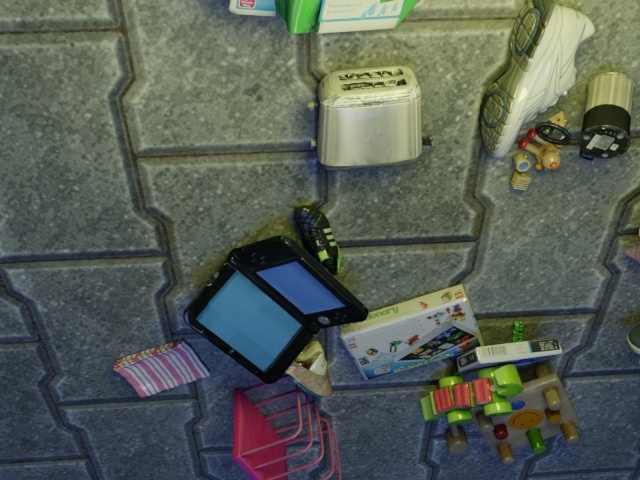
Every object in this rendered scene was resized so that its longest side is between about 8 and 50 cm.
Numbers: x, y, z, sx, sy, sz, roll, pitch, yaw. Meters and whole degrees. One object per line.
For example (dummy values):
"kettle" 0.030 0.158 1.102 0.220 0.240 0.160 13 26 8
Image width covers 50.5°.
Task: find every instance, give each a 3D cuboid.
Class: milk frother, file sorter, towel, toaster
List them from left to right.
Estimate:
"towel" -0.387 0.319 1.663 0.197 0.029 0.144 -19 130 11
"file sorter" -0.080 0.518 1.750 0.182 0.202 0.290 -21 129 11
"toaster" 0.092 -0.213 1.182 0.227 0.129 0.146 -4 129 0
"milk frother" 0.470 -0.225 1.204 0.143 0.134 0.129 27 149 -12

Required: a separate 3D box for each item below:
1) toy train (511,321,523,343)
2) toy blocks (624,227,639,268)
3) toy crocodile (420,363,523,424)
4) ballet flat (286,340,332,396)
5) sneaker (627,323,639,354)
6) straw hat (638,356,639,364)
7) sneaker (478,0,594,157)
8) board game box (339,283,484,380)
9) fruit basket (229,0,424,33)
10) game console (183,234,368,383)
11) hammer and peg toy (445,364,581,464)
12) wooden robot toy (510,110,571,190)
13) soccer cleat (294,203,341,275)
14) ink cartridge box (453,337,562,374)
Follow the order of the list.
"toy train" 0.485 0.229 1.671 0.024 0.017 0.083 -1 132 9
"toy blocks" 0.732 0.041 1.383 0.288 0.309 0.260 32 164 -37
"toy crocodile" 0.365 0.385 1.683 0.105 0.115 0.340 11 153 -34
"ballet flat" -0.058 0.272 1.608 0.316 0.107 0.106 36 106 -31
"sneaker" 0.880 0.151 1.578 0.350 0.131 0.148 -25 122 9
"straw hat" 0.909 0.316 1.754 0.144 0.061 0.144 -2 131 -2
"sneaker" 0.373 -0.265 1.180 0.129 0.111 0.297 5 131 -17
"board game box" 0.219 0.225 1.618 0.305 0.053 0.193 -18 131 10
"fruit basket" 0.061 -0.435 0.893 0.327 0.165 0.353 -11 157 -23
"game console" -0.089 0.157 1.432 0.250 0.173 0.293 -16 132 42
"hammer and peg toy" 0.493 0.487 1.820 0.361 0.127 0.266 -23 129 14
"wooden robot toy" 0.420 -0.158 1.289 0.076 0.079 0.173 20 126 -21
"soccer cleat" 0.000 0.000 1.392 0.060 0.072 0.179 -21 129 13
"ink cartridge box" 0.446 0.284 1.655 0.206 0.045 0.208 -6 162 -9
